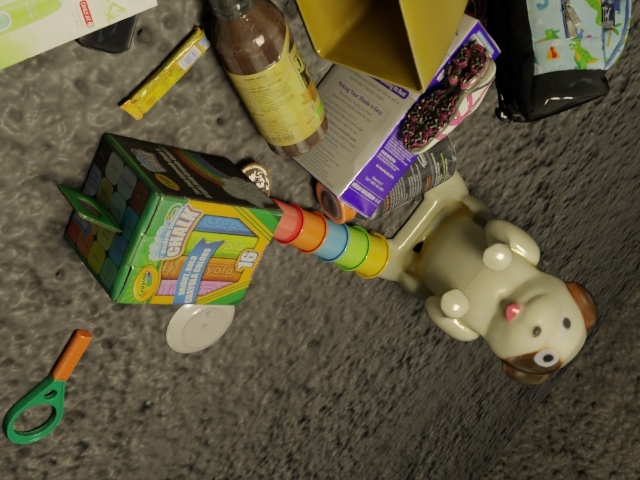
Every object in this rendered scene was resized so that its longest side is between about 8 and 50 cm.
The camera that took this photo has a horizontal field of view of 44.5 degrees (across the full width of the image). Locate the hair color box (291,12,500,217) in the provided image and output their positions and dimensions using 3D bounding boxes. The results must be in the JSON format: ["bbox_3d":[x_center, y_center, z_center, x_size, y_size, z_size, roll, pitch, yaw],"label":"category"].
[{"bbox_3d":[0.104,-0.228,1.258,0.338,0.185,0.110,-52,142,8],"label":"hair color box"}]

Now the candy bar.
[{"bbox_3d":[-0.212,-0.233,1.092,0.161,0.018,0.040,-47,146,-1],"label":"candy bar"}]

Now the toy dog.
[{"bbox_3d":[0.351,0.112,1.610,0.284,0.408,0.395,-46,142,0],"label":"toy dog"}]

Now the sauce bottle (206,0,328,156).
[{"bbox_3d":[-0.085,-0.262,1.109,0.111,0.111,0.344,-40,143,-9],"label":"sauce bottle"}]

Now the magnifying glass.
[{"bbox_3d":[-0.445,0.244,1.295,0.092,0.026,0.231,19,111,-49],"label":"magnifying glass"}]

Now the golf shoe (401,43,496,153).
[{"bbox_3d":[0.198,-0.197,1.168,0.186,0.067,0.086,-50,144,3],"label":"golf shoe"}]

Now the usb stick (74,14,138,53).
[{"bbox_3d":[-0.234,-0.358,0.941,0.077,0.045,0.278,3,121,-37],"label":"usb stick"}]

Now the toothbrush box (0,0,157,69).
[{"bbox_3d":[-0.334,-0.294,0.775,0.283,0.122,0.206,-30,142,-20],"label":"toothbrush box"}]

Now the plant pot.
[{"bbox_3d":[0.099,-0.374,1.126,0.187,0.212,0.212,-50,144,-18],"label":"plant pot"}]

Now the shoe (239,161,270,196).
[{"bbox_3d":[-0.145,-0.036,1.308,0.077,0.058,0.219,12,112,-26],"label":"shoe"}]

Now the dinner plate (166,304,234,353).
[{"bbox_3d":[-0.216,0.155,1.435,0.141,0.017,0.141,-25,136,-27],"label":"dinner plate"}]

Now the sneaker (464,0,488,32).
[{"bbox_3d":[0.283,-0.392,1.397,0.067,0.042,0.118,-34,133,-22],"label":"sneaker"}]

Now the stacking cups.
[{"bbox_3d":[0.000,0.000,1.441,0.316,0.096,0.096,17,111,-48],"label":"stacking cups"}]

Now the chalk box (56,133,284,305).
[{"bbox_3d":[-0.237,-0.026,1.124,0.289,0.180,0.179,6,118,-45],"label":"chalk box"}]

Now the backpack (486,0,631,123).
[{"bbox_3d":[0.376,-0.391,1.262,0.274,0.355,0.290,-18,-179,9],"label":"backpack"}]

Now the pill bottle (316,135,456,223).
[{"bbox_3d":[0.114,-0.119,1.408,0.246,0.130,0.130,-28,139,-22],"label":"pill bottle"}]
